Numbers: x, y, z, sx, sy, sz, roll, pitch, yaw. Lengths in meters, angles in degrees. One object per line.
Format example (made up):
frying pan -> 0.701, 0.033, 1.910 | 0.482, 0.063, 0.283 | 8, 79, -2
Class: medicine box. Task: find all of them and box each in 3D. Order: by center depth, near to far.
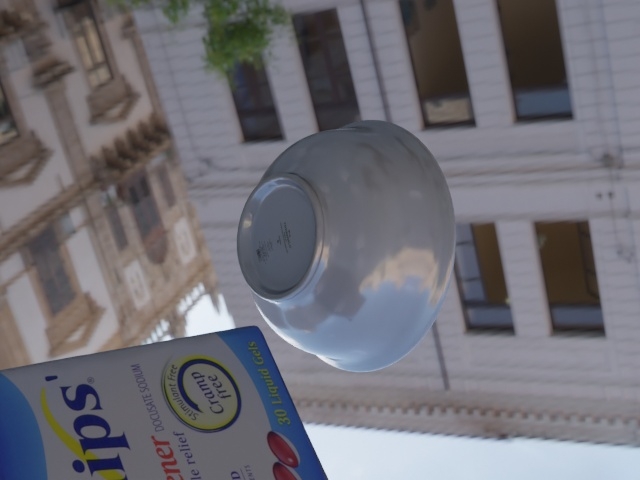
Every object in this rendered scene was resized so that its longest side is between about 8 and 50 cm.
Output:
medicine box -> -0.150, 0.238, 0.951 | 0.289, 0.264, 0.149 | -7, 151, -38

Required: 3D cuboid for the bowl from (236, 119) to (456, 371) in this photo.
bowl -> 0.000, 0.000, 1.239 | 0.134, 0.298, 0.298 | 7, -176, -42
